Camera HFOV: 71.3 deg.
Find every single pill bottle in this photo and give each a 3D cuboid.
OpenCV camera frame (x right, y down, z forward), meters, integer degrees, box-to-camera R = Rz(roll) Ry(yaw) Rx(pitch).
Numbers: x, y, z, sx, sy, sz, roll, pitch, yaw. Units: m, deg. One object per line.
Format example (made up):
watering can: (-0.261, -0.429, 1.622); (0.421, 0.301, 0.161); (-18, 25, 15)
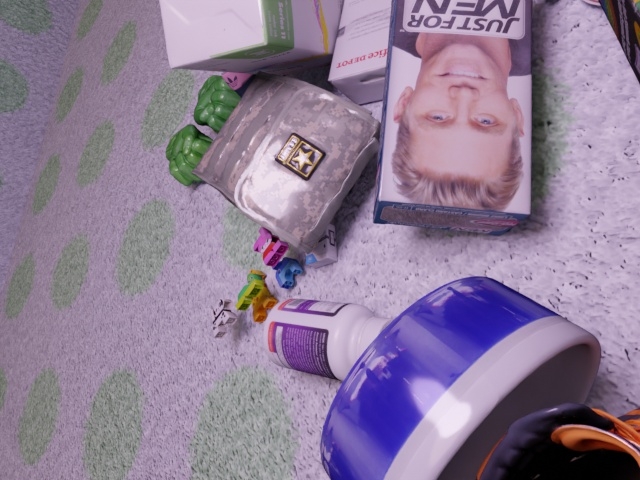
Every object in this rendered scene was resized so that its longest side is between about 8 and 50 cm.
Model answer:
pill bottle: (0.019, 0.142, 0.640); (0.193, 0.108, 0.108); (-1, 74, 41)

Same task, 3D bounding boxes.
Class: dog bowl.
dog bowl: (0.134, 0.170, 0.423); (0.104, 0.265, 0.265); (39, 100, 44)

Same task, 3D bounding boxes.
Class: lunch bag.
lunch bag: (-0.052, -0.135, 0.755); (0.287, 0.169, 0.235); (32, 89, 43)

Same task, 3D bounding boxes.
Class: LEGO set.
LEGO set: (-0.115, 0.069, 0.803); (0.227, 0.087, 0.093); (-52, 45, 22)

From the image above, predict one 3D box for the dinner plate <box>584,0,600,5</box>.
dinner plate: (0.395, -0.356, 0.562); (0.141, 0.017, 0.141); (-15, 66, 36)

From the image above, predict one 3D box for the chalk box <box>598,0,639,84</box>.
chalk box: (0.382, -0.246, 0.414); (0.179, 0.180, 0.289); (-25, 67, 32)

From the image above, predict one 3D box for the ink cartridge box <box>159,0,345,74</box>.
ink cartridge box: (-0.075, -0.371, 0.796); (0.207, 0.353, 0.119); (2, 107, 32)

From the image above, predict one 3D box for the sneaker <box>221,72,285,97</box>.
sneaker: (-0.143, -0.453, 0.985); (0.112, 0.131, 0.319); (-16, 64, 37)

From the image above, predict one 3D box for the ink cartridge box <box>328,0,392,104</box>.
ink cartridge box: (0.116, -0.355, 0.750); (0.160, 0.093, 0.219); (2, 76, 40)

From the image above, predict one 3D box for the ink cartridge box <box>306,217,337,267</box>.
ink cartridge box: (0.000, 0.000, 0.763); (0.048, 0.028, 0.083); (-20, 61, 34)

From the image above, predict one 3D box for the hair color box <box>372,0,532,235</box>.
hair color box: (0.169, -0.191, 0.575); (0.174, 0.105, 0.347); (5, 78, 4)

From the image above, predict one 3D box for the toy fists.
toy fists: (-0.271, -0.261, 1.051); (0.279, 0.096, 0.142); (-55, 49, 9)

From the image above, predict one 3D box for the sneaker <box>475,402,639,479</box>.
sneaker: (0.252, 0.159, 0.307); (0.321, 0.180, 0.124); (-34, 44, 7)
